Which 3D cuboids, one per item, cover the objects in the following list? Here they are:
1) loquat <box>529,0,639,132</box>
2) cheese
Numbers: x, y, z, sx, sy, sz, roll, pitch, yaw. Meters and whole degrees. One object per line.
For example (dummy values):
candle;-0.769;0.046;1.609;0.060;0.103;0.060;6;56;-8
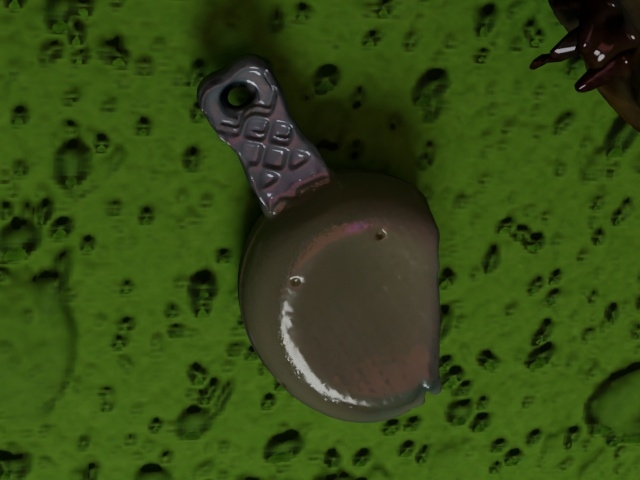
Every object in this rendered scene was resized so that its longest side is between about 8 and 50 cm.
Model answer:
loquat;0.184;-0.118;0.524;0.234;0.176;0.187;-25;116;7
cheese;0.007;-0.002;0.592;0.092;0.047;0.171;-15;114;-10
